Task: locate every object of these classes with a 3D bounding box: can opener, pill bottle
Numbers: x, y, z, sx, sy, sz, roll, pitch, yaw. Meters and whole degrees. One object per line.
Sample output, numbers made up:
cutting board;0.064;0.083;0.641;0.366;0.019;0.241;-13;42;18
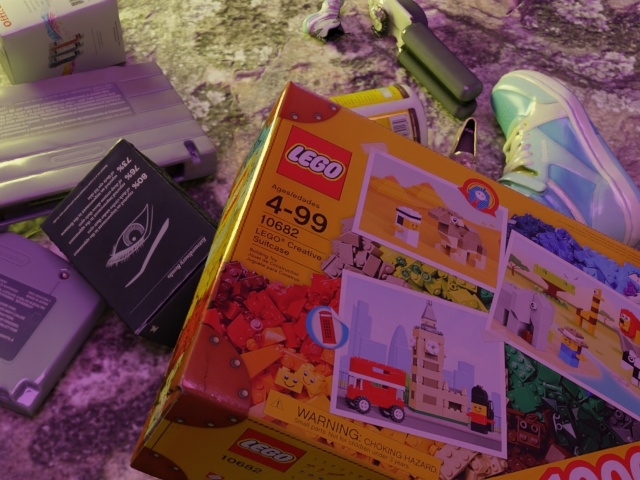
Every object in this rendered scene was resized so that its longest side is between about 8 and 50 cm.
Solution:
can opener;0.162;-0.306;1.407;0.093;0.074;0.280;-22;59;-19
pill bottle;0.031;-0.141;1.251;0.215;0.117;0.117;-12;56;-13

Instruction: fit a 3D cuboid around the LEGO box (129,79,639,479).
LEGO box;0.116;0.122;0.919;0.500;0.193;0.372;24;51;-11

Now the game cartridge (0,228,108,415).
game cartridge;-0.420;0.074;1.103;0.294;0.060;0.196;22;59;11

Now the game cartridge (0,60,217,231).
game cartridge;-0.347;-0.133;1.228;0.355;0.068;0.230;-17;48;-26

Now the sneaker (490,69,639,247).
sneaker;0.274;-0.098;1.233;0.208;0.127;0.319;-19;56;-18

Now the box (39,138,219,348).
box;-0.209;0.005;1.101;0.153;0.108;0.207;-46;66;0

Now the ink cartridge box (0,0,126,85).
ink cartridge box;-0.400;-0.320;1.344;0.176;0.127;0.128;-24;60;-20

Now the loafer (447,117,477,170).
loafer;0.204;-0.123;1.297;0.045;0.039;0.125;12;54;4

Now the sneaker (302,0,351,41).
sneaker;0.025;-0.351;1.456;0.069;0.038;0.098;35;68;18
